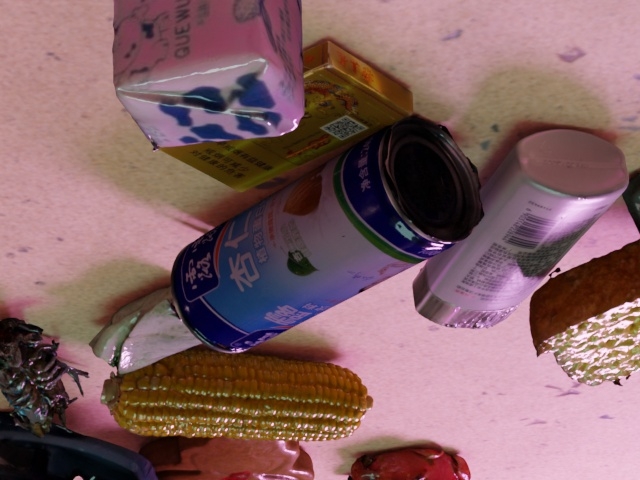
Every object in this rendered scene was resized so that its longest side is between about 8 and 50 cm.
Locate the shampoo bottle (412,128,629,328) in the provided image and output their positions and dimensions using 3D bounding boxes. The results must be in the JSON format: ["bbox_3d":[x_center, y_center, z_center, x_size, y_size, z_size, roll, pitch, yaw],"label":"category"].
[{"bbox_3d":[0.141,-0.003,1.285,0.086,0.056,0.227,4,152,-15],"label":"shampoo bottle"}]

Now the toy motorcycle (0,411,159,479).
[{"bbox_3d":[-0.247,0.278,1.668,0.416,0.172,0.232,7,155,18],"label":"toy motorcycle"}]

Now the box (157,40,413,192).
[{"bbox_3d":[-0.025,-0.080,1.165,0.156,0.022,0.089,-24,147,36],"label":"box"}]

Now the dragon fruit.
[{"bbox_3d":[0.089,0.255,1.774,0.126,0.068,0.112,-1,152,-3],"label":"dragon fruit"}]

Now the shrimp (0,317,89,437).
[{"bbox_3d":[-0.245,0.105,1.491,0.082,0.076,0.174,-39,154,-18],"label":"shrimp"}]

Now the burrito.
[{"bbox_3d":[-0.142,0.074,1.432,0.118,0.044,0.074,-22,144,31],"label":"burrito"}]

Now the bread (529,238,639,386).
[{"bbox_3d":[0.245,0.045,1.309,0.187,0.065,0.103,-26,144,4],"label":"bread"}]

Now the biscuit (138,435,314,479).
[{"bbox_3d":[-0.102,0.241,1.764,0.186,0.044,0.295,1,153,-10],"label":"biscuit"}]

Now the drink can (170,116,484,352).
[{"bbox_3d":[0.000,0.000,1.243,0.097,0.097,0.235,21,146,-37],"label":"drink can"}]

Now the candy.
[{"bbox_3d":[-0.059,-0.128,0.919,0.092,0.160,0.073,-11,148,16],"label":"candy"}]

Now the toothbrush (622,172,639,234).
[{"bbox_3d":[0.276,0.023,1.377,0.030,0.030,0.297,-32,147,2],"label":"toothbrush"}]

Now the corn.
[{"bbox_3d":[-0.073,0.134,1.520,0.238,0.080,0.080,3,152,-15],"label":"corn"}]
